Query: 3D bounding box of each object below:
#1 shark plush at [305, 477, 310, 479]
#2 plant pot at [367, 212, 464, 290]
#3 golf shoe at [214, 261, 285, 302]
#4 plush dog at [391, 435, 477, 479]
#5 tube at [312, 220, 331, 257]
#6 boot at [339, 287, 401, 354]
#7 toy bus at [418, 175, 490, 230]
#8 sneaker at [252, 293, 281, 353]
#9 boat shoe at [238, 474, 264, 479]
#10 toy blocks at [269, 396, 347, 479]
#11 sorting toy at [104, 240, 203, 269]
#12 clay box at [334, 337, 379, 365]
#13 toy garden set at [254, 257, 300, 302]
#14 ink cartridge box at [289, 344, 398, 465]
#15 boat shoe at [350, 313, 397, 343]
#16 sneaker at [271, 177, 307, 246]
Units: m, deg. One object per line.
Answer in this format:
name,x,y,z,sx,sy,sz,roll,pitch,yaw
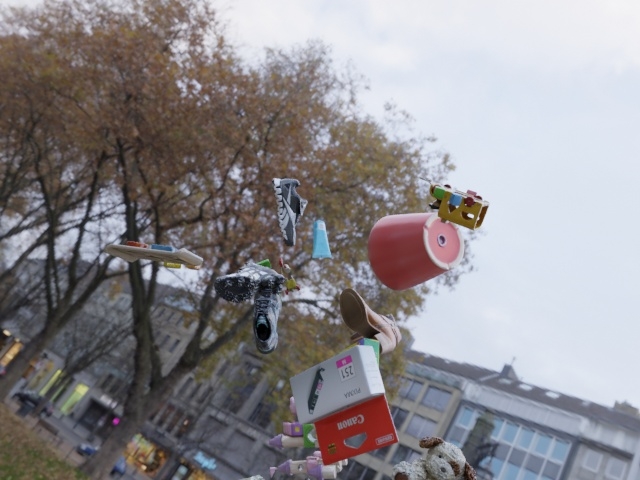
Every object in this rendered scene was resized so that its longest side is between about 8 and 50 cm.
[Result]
shark plush,-0.013,0.751,1.672,0.161,0.073,0.067,26,-23,37
plant pot,0.338,0.023,2.007,0.275,0.274,0.243,44,-32,-19
golf shoe,-0.187,0.100,1.436,0.198,0.077,0.094,3,28,-44
plush dog,0.401,0.796,1.980,0.262,0.225,0.210,38,-1,17
tube,0.000,0.000,2.543,0.080,0.207,0.052,-6,-46,1
boot,0.200,0.297,2.224,0.109,0.220,0.283,-44,-106,24
toy bus,0.382,-0.098,1.687,0.191,0.104,0.202,12,16,-17
sneaker,-0.192,0.263,2.066,0.101,0.267,0.106,-6,-23,2
boat shoe,-0.197,0.684,1.545,0.094,0.109,0.302,33,-10,23
toy blocks,-0.067,0.688,2.048,0.260,0.288,0.309,-6,-8,11
sorting toy,-0.476,0.045,1.748,0.229,0.041,0.307,3,-10,6
clay box,0.089,0.363,1.614,0.053,0.127,0.222,15,-30,-19
toy garden set,-0.212,0.175,2.607,0.049,0.204,0.244,-123,-164,-54
ink cartridge box,0.049,0.423,1.472,0.060,0.238,0.275,10,-34,-43
boat shoe,0.221,0.377,2.484,0.073,0.207,0.073,59,11,-66
sneaker,-0.092,-0.097,1.923,0.106,0.234,0.078,-9,-1,3
